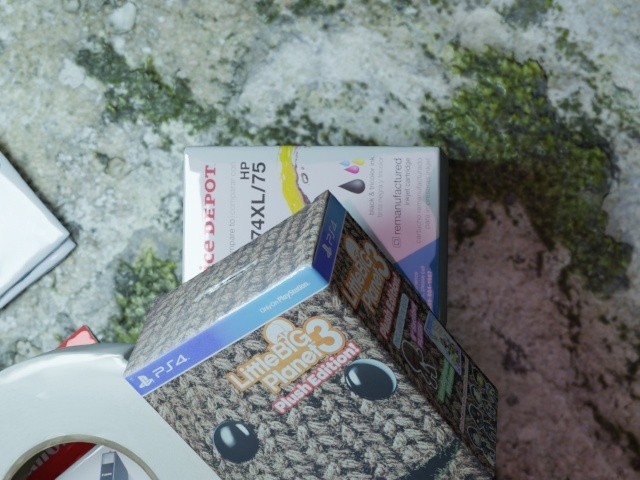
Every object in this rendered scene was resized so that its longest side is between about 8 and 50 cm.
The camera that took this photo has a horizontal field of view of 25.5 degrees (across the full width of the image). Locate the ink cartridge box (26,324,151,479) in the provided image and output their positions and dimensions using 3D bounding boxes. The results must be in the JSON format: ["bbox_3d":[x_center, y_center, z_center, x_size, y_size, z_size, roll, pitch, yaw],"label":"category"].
[{"bbox_3d":[-0.310,0.290,1.640,0.296,0.066,0.261,-40,86,5],"label":"ink cartridge box"}]

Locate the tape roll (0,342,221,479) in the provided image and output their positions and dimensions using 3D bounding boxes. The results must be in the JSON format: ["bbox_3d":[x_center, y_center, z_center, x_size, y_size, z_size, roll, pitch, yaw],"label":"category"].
[{"bbox_3d":[-0.249,0.307,1.548,0.392,0.072,0.392,1,95,11],"label":"tape roll"}]

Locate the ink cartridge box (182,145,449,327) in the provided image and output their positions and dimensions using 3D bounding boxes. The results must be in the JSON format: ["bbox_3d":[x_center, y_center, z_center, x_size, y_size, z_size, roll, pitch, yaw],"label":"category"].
[{"bbox_3d":[0.000,0.000,1.538,0.270,0.197,0.198,0,89,8],"label":"ink cartridge box"}]

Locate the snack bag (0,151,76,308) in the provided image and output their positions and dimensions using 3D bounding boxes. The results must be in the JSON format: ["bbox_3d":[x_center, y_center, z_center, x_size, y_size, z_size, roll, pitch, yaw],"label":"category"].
[{"bbox_3d":[-0.517,-0.009,1.667,0.342,0.037,0.323,-40,87,0],"label":"snack bag"}]

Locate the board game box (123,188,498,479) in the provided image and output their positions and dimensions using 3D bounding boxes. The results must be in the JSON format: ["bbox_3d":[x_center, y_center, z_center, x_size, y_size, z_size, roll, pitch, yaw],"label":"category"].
[{"bbox_3d":[-0.002,0.142,1.386,0.232,0.141,0.291,-32,111,23],"label":"board game box"}]
